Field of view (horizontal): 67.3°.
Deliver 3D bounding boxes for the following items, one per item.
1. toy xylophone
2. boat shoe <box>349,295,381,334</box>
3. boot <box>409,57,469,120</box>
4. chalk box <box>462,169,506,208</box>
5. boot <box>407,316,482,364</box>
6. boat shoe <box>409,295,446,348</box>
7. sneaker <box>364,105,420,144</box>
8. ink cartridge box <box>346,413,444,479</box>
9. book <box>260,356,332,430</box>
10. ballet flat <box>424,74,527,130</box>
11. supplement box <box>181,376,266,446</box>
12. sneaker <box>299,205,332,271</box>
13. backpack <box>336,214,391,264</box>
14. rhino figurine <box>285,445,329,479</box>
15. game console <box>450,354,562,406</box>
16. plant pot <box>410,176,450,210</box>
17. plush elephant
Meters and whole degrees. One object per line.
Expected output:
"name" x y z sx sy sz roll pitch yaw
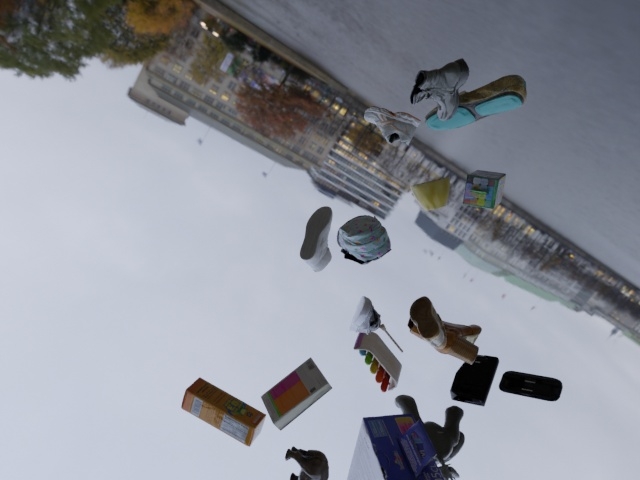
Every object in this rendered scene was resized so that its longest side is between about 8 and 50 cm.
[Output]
"toy xylophone" 0.295 0.551 2.294 0.322 0.081 0.236 57 -144 -12
"boat shoe" 0.176 0.290 1.777 0.102 0.108 0.301 17 155 4
"boot" 0.344 -0.448 1.475 0.246 0.161 0.083 87 163 -65
"chalk box" 0.685 -0.212 2.024 0.132 0.132 0.213 14 -158 29
"boot" 0.379 0.270 1.484 0.211 0.104 0.295 29 -168 13
"boat shoe" 0.253 0.194 1.125 0.059 0.063 0.170 51 -164 -19
"sneaker" 0.261 -0.448 1.891 0.099 0.121 0.262 13 -170 -45
"ink cartridge box" 0.183 0.624 1.184 0.151 0.395 0.270 -1 -151 -14
"book" -0.056 0.336 1.069 0.096 0.144 0.035 44 168 54
"ballet flat" 0.511 -0.458 1.594 0.123 0.123 0.349 19 162 -41
"supplement box" -0.276 0.486 1.370 0.233 0.080 0.078 25 -159 12
"sneaker" 0.000 0.000 2.213 0.108 0.292 0.169 8 153 28
"backpack" 0.128 -0.007 1.412 0.115 0.152 0.182 58 176 -22
"rhino figurine" -0.031 0.609 1.190 0.106 0.243 0.073 9 -155 15
"game console" 0.660 0.514 1.719 0.361 0.044 0.213 1 -145 37
"plant pot" 0.382 -0.155 1.638 0.134 0.134 0.095 -27 -77 -72
"plush elephant" 0.389 0.784 1.790 0.272 0.255 0.330 9 -135 -11
